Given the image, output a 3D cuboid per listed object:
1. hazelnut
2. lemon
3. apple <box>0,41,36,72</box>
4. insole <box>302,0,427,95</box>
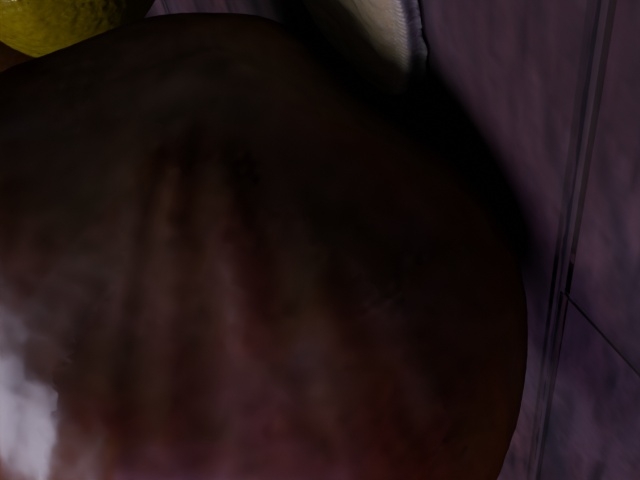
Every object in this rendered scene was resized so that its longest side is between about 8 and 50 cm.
[{"bbox_3d":[-0.034,0.016,0.603,0.210,0.210,0.186,51,-164,-3],"label":"hazelnut"},{"bbox_3d":[-0.094,-0.109,0.652,0.082,0.082,0.110,48,172,22],"label":"lemon"},{"bbox_3d":[-0.152,0.010,0.981,0.242,0.242,0.241,46,173,31],"label":"apple"},{"bbox_3d":[-0.017,-0.112,0.456,0.081,0.011,0.248,46,171,35],"label":"insole"}]
